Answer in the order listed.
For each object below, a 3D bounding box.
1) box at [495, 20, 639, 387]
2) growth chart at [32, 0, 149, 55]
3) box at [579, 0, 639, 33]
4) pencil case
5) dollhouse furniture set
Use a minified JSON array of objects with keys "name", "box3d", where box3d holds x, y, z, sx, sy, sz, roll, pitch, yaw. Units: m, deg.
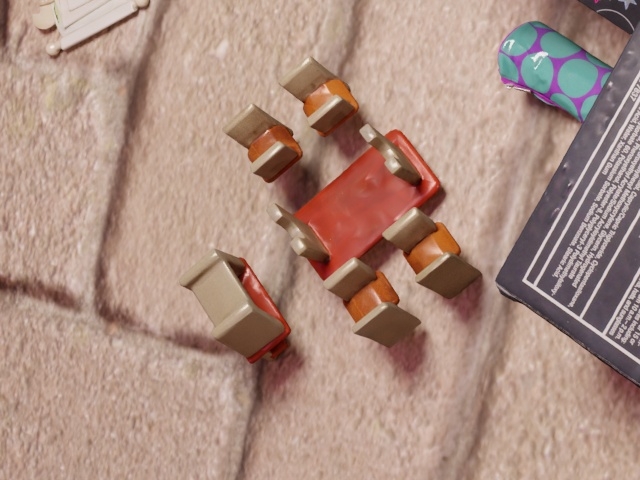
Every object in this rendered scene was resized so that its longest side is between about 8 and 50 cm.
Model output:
[{"name":"box","box3d":[0.357,-0.005,1.616,0.294,0.182,0.296,38,107,33]},{"name":"growth chart","box3d":[-0.262,-0.335,2.188,0.172,0.021,0.237,-14,76,33]},{"name":"box","box3d":[0.209,-0.315,1.709,0.247,0.163,0.142,34,107,-3]},{"name":"pencil case","box3d":[0.233,-0.138,1.792,0.151,0.064,0.070,37,89,33]},{"name":"dollhouse furniture set","box3d":[0.000,0.000,1.922,0.259,0.135,0.262,-40,63,12]}]
